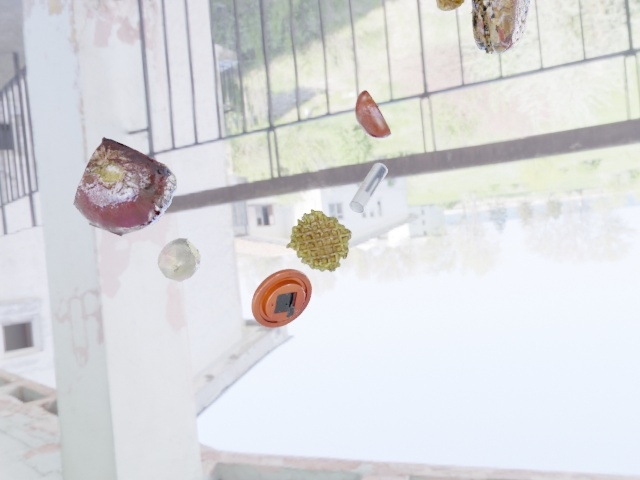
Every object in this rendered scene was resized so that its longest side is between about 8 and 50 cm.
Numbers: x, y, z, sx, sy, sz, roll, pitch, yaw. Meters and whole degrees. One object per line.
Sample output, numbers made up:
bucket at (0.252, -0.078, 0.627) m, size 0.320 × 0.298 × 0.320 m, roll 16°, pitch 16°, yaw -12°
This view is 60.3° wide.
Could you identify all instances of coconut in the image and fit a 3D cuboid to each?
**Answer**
coconut at (-0.364, 0.052, 1.426) m, size 0.110 × 0.110 × 0.124 m, roll -6°, pitch -159°, yaw -6°

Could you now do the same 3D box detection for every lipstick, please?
lipstick at (0.117, -0.128, 1.317) m, size 0.040 × 0.040 × 0.141 m, roll -6°, pitch -138°, yaw 48°

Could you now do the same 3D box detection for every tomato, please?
tomato at (0.161, -0.409, 1.829) m, size 0.082 × 0.174 × 0.166 m, roll -30°, pitch -161°, yaw 8°

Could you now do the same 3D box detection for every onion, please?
onion at (-0.474, -0.111, 1.351) m, size 0.206 × 0.206 × 0.216 m, roll 24°, pitch 172°, yaw -3°

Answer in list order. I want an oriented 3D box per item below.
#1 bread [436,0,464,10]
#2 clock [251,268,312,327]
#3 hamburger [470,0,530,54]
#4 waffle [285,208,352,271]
bread at (0.312, -0.605, 1.321) m, size 0.083 × 0.044 × 0.111 m, roll -19°, pitch 141°, yaw 8°
clock at (-0.115, 0.178, 1.670) m, size 0.205 × 0.205 × 0.051 m, roll -6°, pitch -150°, yaw -33°
hamburger at (0.411, -0.538, 1.250) m, size 0.106 × 0.231 × 0.231 m, roll 9°, pitch -173°, yaw 28°
waffle at (0.000, 0.001, 2.162) m, size 0.245 × 0.254 × 0.052 m, roll 28°, pitch 153°, yaw 0°
